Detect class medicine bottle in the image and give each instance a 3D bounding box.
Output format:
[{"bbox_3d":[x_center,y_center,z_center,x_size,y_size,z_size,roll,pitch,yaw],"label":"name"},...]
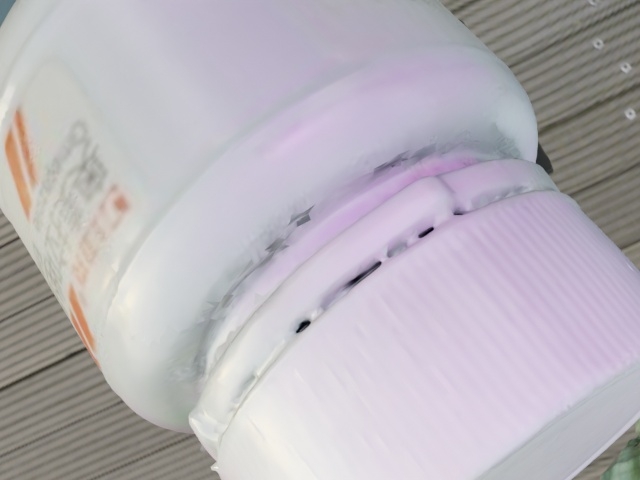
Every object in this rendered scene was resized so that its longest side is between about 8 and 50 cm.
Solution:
[{"bbox_3d":[0.000,0.000,0.481,0.241,0.241,0.302,-48,63,19],"label":"medicine bottle"}]

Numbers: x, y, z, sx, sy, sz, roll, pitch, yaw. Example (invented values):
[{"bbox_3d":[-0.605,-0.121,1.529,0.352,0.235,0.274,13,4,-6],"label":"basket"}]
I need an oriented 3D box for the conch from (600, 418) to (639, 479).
[{"bbox_3d":[0.384,0.248,1.018,0.195,0.220,0.277,-7,82,44],"label":"conch"}]

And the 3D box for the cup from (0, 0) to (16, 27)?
[{"bbox_3d":[-0.305,-0.208,0.863,0.356,0.259,0.275,-11,121,-30],"label":"cup"}]

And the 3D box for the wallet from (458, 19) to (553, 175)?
[{"bbox_3d":[0.163,-0.153,1.204,0.041,0.323,0.247,-32,86,36],"label":"wallet"}]
